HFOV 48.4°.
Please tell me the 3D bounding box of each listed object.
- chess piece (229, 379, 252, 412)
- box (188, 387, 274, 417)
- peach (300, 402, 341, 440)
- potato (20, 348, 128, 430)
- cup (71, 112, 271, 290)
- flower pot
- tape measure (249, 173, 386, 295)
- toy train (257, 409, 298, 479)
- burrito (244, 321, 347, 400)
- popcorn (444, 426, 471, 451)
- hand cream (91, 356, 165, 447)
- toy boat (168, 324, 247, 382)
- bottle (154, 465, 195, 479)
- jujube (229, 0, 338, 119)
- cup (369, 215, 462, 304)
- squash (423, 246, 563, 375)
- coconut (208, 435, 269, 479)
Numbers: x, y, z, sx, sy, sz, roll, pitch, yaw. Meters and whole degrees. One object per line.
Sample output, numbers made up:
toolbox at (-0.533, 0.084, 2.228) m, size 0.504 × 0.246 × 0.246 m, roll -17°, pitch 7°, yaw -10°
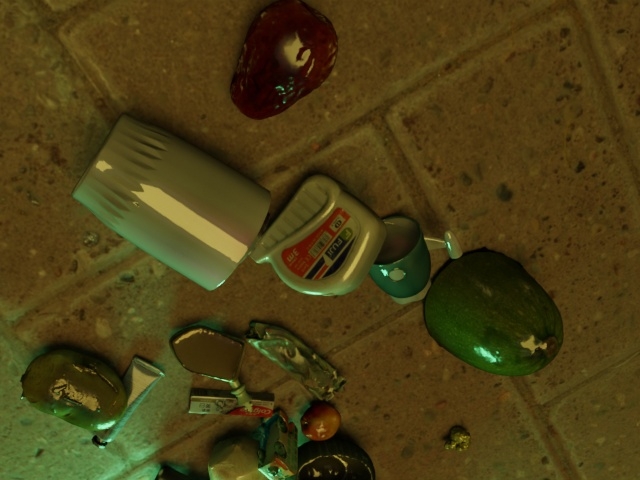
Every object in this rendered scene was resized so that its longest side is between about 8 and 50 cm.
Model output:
chess piece at (-0.210, 0.368, 1.785) m, size 0.059 × 0.059 × 0.149 m, roll -27°, pitch 97°, yaw 1°
box at (-0.228, 0.418, 1.833) m, size 0.218 × 0.039 × 0.055 m, roll 8°, pitch 109°, yaw -14°
peach at (0.003, 0.478, 1.875) m, size 0.100 × 0.101 × 0.101 m, roll -4°, pitch 113°, yaw -10°
potato at (-0.571, 0.352, 1.677) m, size 0.248 × 0.143 × 0.169 m, roll 35°, pitch 110°, yaw -16°
cup at (-0.307, -0.080, 1.496) m, size 0.371 × 0.253 × 0.253 m, roll 31°, pitch 103°, yaw -19°
flower pot at (0.026, 0.621, 1.890) m, size 0.242 × 0.157 × 0.189 m, roll 10°, pitch 75°, yaw -8°
tape measure at (0.000, 0.000, 1.616) m, size 0.265 × 0.130 × 0.258 m, roll 42°, pitch 100°, yaw 19°
toy train at (-0.110, 0.531, 1.826) m, size 0.072 × 0.188 × 0.099 m, roll -27°, pitch 122°, yaw 17°
burrito at (-0.059, 0.299, 1.804) m, size 0.309 × 0.066 × 0.096 m, roll 40°, pitch 103°, yaw -20°
popcorn at (0.385, 0.563, 2.007) m, size 0.083 × 0.068 × 0.059 m, roll -27°, pitch 155°, yaw 2°
hand cream at (-0.486, 0.407, 1.771) m, size 0.088 × 0.055 × 0.256 m, roll 32°, pitch 101°, yaw -10°
toy boat at (-0.278, 0.268, 1.719) m, size 0.188 × 0.061 × 0.116 m, roll 17°, pitch 84°, yaw -1°
bottle at (-0.317, 0.674, 1.868) m, size 0.253 × 0.096 × 0.079 m, roll 28°, pitch 126°, yaw 1°
jujube at (-0.082, -0.369, 1.474) m, size 0.190 × 0.190 × 0.255 m, roll 34°, pitch 120°, yaw -22°
cup at (0.190, 0.057, 1.706) m, size 0.299 × 0.168 × 0.173 m, roll -16°, pitch 129°, yaw 15°
squash at (0.438, 0.219, 1.737) m, size 0.310 × 0.309 × 0.310 m, roll -4°, pitch 114°, yaw -9°
coconut at (-0.215, 0.584, 1.842) m, size 0.161 × 0.161 × 0.162 m, roll -10°, pitch 111°, yaw -7°
